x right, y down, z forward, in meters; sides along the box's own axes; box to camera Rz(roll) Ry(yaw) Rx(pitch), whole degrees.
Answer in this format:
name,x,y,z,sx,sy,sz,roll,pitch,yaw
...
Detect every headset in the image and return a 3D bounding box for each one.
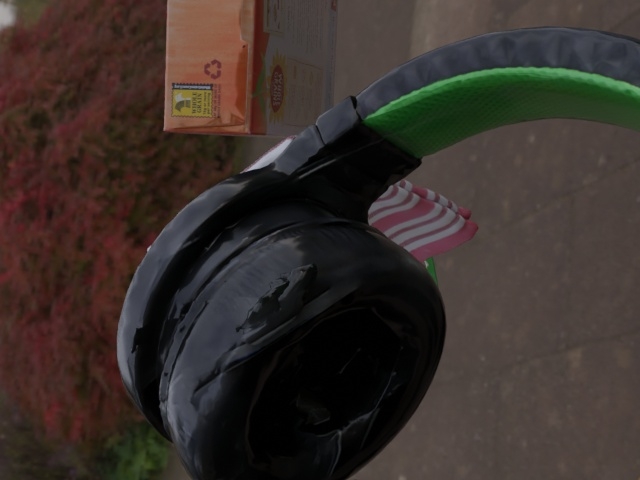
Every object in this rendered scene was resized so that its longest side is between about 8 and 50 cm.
name,x,y,z,sx,sy,sz,roll,pitch,yaw
headset,-0.011,0.082,0.366,0.394,0.185,0.243,-41,52,20

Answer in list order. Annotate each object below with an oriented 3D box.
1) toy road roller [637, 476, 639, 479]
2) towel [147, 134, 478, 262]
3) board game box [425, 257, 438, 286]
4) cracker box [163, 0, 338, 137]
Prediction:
name,x,y,z,sx,sy,sz,roll,pitch,yaw
toy road roller,0.424,0.233,0.912,0.330,0.240,0.202,-51,-18,-5
towel,0.000,0.000,0.697,0.144,0.197,0.029,-37,53,31
board game box,-0.008,0.046,0.941,0.259,0.039,0.124,-13,85,30
cracker box,-0.043,-0.154,0.750,0.232,0.067,0.156,-16,-71,-75
